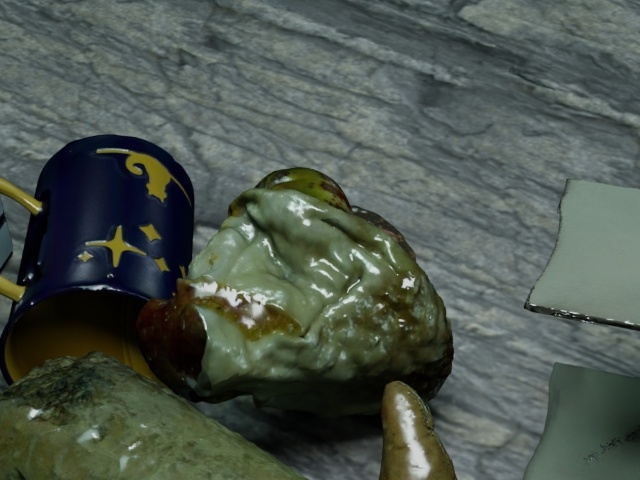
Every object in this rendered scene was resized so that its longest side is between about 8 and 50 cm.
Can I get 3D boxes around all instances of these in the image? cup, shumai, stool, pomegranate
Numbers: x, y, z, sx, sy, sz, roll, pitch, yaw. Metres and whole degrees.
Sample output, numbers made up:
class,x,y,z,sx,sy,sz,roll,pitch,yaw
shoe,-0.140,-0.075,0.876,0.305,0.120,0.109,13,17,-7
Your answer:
class,x,y,z,sx,sy,sz,roll,pitch,yaw
cup,-0.227,0.001,1.611,0.178,0.255,0.256,-21,38,15
shumai,-0.023,0.102,1.485,0.272,0.222,0.204,37,57,-13
stool,0.317,0.109,1.432,0.269,0.244,0.170,10,44,16
pomegranate,-0.003,-0.010,1.662,0.163,0.125,0.138,-9,29,-6

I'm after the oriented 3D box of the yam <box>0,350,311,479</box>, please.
class,x,y,z,sx,sy,sz,roll,pitch,yaw
yam,-0.145,0.222,1.398,0.300,0.195,0.195,27,51,30

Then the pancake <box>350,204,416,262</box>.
class,x,y,z,sx,sy,sz,roll,pitch,yaw
pancake,0.005,0.035,1.719,0.190,0.020,0.184,-13,43,-10

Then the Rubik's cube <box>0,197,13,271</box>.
class,x,y,z,sx,sy,sz,roll,pitch,yaw
Rubik's cube,-0.427,-0.009,1.708,0.162,0.160,0.163,9,43,16

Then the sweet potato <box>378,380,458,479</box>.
class,x,y,z,sx,sy,sz,roll,pitch,yaw
sweet potato,0.056,0.273,1.373,0.098,0.124,0.310,1,50,26
